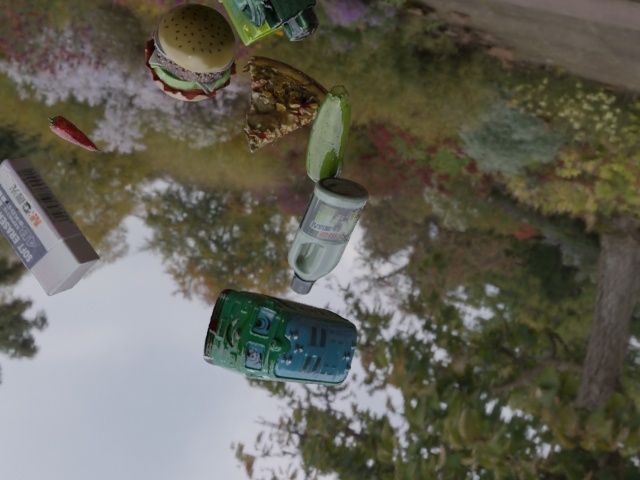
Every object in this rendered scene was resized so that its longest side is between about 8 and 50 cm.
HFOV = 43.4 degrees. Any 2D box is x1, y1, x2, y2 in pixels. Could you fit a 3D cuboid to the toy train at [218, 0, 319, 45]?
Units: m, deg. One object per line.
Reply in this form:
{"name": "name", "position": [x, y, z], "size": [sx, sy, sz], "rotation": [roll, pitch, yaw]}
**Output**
{"name": "toy train", "position": [-0.148, -0.557, 1.459], "size": [0.179, 0.442, 0.272], "rotation": [-30, -169, -13]}

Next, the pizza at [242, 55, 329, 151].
{"name": "pizza", "position": [-0.136, -0.397, 2.206], "size": [0.287, 0.074, 0.251], "rotation": [-35, -104, -25]}

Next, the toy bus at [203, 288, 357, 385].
{"name": "toy bus", "position": [-0.071, 0.228, 1.796], "size": [0.199, 0.184, 0.343], "rotation": [12, 177, 37]}

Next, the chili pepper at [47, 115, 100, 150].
{"name": "chili pepper", "position": [-0.617, -0.262, 2.023], "size": [0.027, 0.045, 0.178], "rotation": [32, 174, 37]}

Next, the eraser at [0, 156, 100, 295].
{"name": "eraser", "position": [-0.616, -0.032, 1.754], "size": [0.287, 0.130, 0.086], "rotation": [52, -155, 6]}

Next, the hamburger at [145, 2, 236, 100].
{"name": "hamburger", "position": [-0.229, -0.346, 1.449], "size": [0.175, 0.175, 0.137], "rotation": [14, 152, -13]}

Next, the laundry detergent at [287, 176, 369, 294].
{"name": "laundry detergent", "position": [0.000, 0.000, 1.373], "size": [0.099, 0.226, 0.070], "rotation": [-2, -139, -37]}

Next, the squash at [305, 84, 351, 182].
{"name": "squash", "position": [0.015, -0.169, 1.314], "size": [0.066, 0.201, 0.066], "rotation": [5, -131, -6]}
